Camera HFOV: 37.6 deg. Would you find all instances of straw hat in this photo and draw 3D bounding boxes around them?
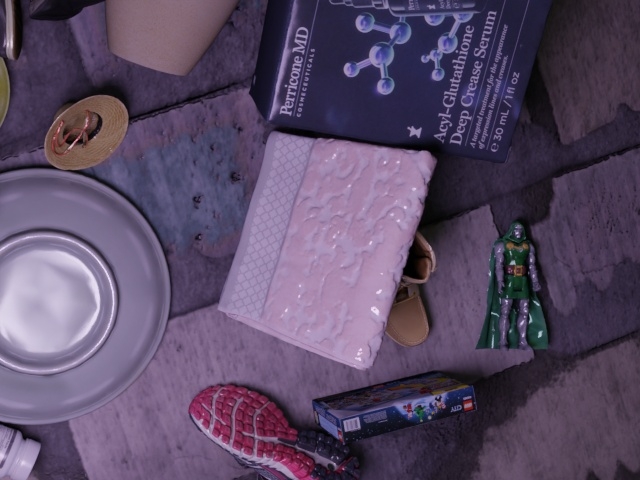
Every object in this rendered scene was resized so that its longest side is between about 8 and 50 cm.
[{"bbox_3d":[-0.373,-0.180,1.443,0.144,0.144,0.061,-42,60,-11],"label":"straw hat"}]

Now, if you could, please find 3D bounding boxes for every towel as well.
[{"bbox_3d":[0.000,0.000,1.452,0.053,0.317,0.331,21,85,-52],"label":"towel"}]

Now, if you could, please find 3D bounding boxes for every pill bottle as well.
[{"bbox_3d":[-0.501,0.314,1.423,0.137,0.078,0.078,26,85,-17],"label":"pill bottle"}]

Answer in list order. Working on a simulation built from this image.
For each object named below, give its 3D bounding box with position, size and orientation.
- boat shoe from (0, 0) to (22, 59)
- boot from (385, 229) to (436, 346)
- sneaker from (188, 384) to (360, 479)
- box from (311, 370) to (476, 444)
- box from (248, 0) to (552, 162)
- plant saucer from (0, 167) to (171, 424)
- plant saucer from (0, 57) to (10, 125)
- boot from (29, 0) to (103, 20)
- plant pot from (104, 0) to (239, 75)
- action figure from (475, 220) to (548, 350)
[{"bbox_3d":[-0.488,-0.377,1.397,0.074,0.080,0.223,-5,89,-11],"label":"boat shoe"},{"bbox_3d":[0.133,0.069,1.534,0.095,0.203,0.261,-26,100,-14],"label":"boot"},{"bbox_3d":[-0.088,0.348,1.537,0.299,0.112,0.121,33,41,-5],"label":"sneaker"},{"bbox_3d":[0.119,0.274,1.564,0.233,0.159,0.044,-11,94,-16],"label":"box"},{"bbox_3d":[0.118,-0.313,1.462,0.396,0.212,0.293,8,109,-14],"label":"box"},{"bbox_3d":[-0.419,0.089,1.418,0.401,0.100,0.400,-1,93,-19],"label":"plant saucer"},{"bbox_3d":[-0.582,-0.226,1.376,0.241,0.037,0.240,1,88,-28],"label":"plant saucer"},{"bbox_3d":[-0.367,-0.427,1.354,0.085,0.236,0.178,-6,90,-38],"label":"boot"},{"bbox_3d":[-0.218,-0.396,1.404,0.257,0.256,0.274,15,104,-17],"label":"plant pot"},{"bbox_3d":[0.346,0.080,1.677,0.137,0.063,0.232,0,89,-14],"label":"action figure"}]
